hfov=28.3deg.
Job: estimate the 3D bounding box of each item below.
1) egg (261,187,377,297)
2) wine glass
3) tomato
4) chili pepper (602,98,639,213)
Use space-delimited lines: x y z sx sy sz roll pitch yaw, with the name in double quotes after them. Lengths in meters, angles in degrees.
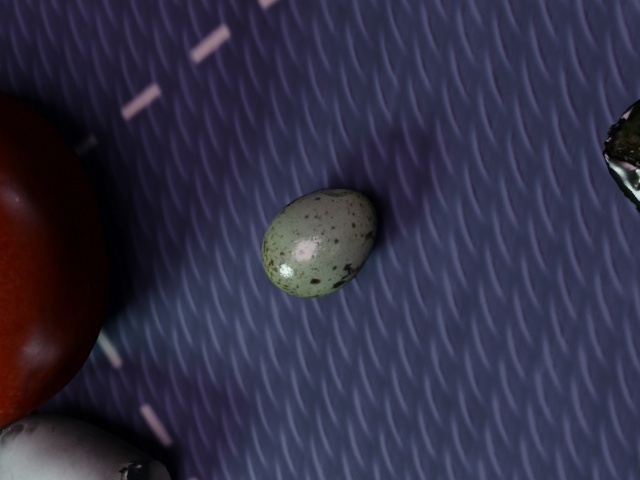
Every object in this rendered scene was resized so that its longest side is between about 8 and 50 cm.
0.000 0.000 1.077 0.085 0.085 0.110 46 108 10 "egg"
-0.247 0.225 1.216 0.204 0.111 0.111 13 105 28 "wine glass"
-0.342 0.015 1.134 0.290 0.293 0.325 -13 89 11 "tomato"
0.342 -0.072 0.907 0.265 0.116 0.148 -10 107 26 "chili pepper"
